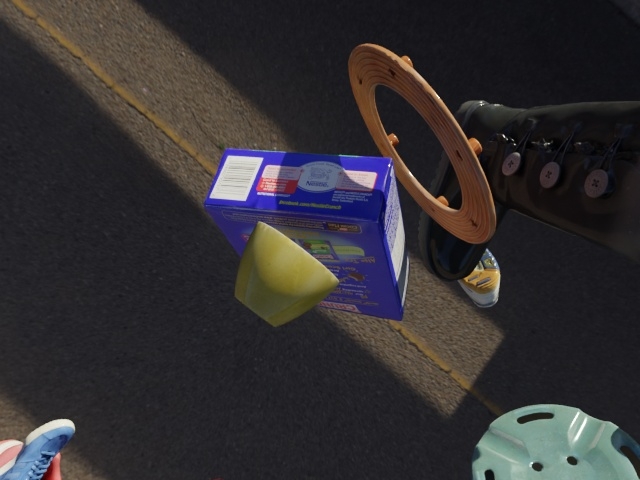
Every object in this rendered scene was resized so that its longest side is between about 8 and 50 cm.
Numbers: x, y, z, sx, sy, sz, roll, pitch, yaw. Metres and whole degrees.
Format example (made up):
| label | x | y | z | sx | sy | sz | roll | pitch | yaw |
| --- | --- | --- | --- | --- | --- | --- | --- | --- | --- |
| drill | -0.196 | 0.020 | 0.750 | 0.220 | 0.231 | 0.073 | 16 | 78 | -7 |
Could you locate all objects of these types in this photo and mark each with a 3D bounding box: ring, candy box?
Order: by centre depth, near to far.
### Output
| label | x | y | z | sx | sy | sz | roll | pitch | yaw |
| --- | --- | --- | --- | --- | --- | --- | --- | --- | --- |
| ring | 0.148 | -0.140 | 0.765 | 0.032 | 0.336 | 0.337 | -34 | 87 | -4 |
| candy box | 0.000 | 0.000 | 0.855 | 0.267 | 0.317 | 0.122 | 7 | 59 | 19 |

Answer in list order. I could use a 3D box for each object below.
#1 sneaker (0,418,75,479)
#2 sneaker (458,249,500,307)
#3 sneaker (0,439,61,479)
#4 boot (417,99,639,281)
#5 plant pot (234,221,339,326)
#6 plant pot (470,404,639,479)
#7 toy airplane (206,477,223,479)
| label | x | y | z | sx | sy | sz | roll | pitch | yaw |
| --- | --- | --- | --- | --- | --- | --- | --- | --- | --- |
| sneaker | -0.378 | 0.314 | 0.681 | 0.152 | 0.058 | 0.084 | -40 | 52 | -8 |
| sneaker | 0.327 | 0.022 | 1.200 | 0.111 | 0.131 | 0.297 | -17 | 50 | 12 |
| sneaker | -0.429 | 0.446 | 0.737 | 0.136 | 0.116 | 0.314 | -16 | 72 | 21 |
| boot | 0.362 | -0.043 | 0.855 | 0.146 | 0.445 | 0.368 | 0 | 105 | -27 |
| plant pot | -0.057 | 0.054 | 0.673 | 0.134 | 0.134 | 0.095 | 37 | 80 | 1 |
| plant pot | 0.373 | 0.464 | 0.815 | 0.340 | 0.341 | 0.334 | -17 | 121 | -5 |
| toy airplane | -0.176 | 0.670 | 0.888 | 0.384 | 0.273 | 0.386 | 33 | 59 | 12 |
